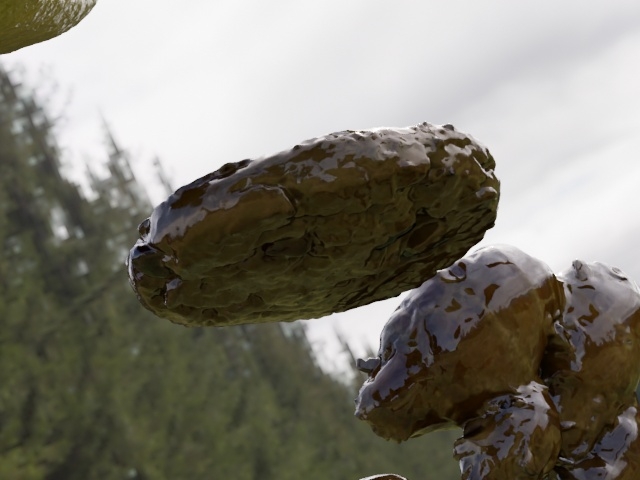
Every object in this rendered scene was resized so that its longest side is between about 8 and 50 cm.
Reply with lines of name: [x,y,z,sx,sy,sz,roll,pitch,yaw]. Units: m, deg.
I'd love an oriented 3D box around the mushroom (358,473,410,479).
mushroom: [0.103,0.199,0.891,0.217,0.148,0.227,-13,-32,-17]

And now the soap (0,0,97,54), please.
soap: [-0.345,-0.185,1.185,0.306,0.115,0.427,5,7,12]

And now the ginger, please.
ginger: [0.193,0.140,1.605,0.357,0.274,0.152,10,-22,-31]

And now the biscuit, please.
biscuit: [0.001,0.001,1.200,0.296,0.075,0.296,-17,-19,-6]
